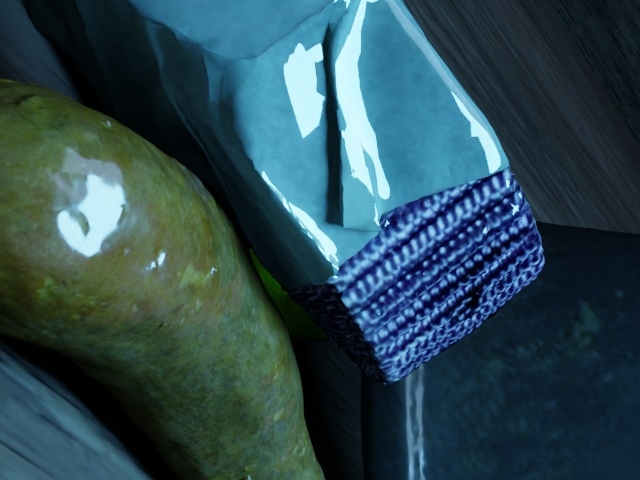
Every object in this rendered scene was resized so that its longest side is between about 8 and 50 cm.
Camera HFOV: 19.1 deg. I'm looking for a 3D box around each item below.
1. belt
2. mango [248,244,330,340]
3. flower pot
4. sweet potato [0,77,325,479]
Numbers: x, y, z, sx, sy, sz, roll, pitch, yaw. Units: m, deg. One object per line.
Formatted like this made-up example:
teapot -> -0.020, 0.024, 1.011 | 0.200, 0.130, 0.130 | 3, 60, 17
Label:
belt -> -0.041, -0.086, 0.805 | 0.325, 0.122, 0.260 | 52, -5, 7
mango -> -0.002, -0.006, 0.999 | 0.163, 0.089, 0.117 | 11, 60, -72
flower pot -> 0.188, 0.134, 0.955 | 0.379, 0.251, 0.379 | -10, 90, -70
sweet potato -> -0.063, 0.026, 0.724 | 0.292, 0.097, 0.097 | 47, 22, -50
